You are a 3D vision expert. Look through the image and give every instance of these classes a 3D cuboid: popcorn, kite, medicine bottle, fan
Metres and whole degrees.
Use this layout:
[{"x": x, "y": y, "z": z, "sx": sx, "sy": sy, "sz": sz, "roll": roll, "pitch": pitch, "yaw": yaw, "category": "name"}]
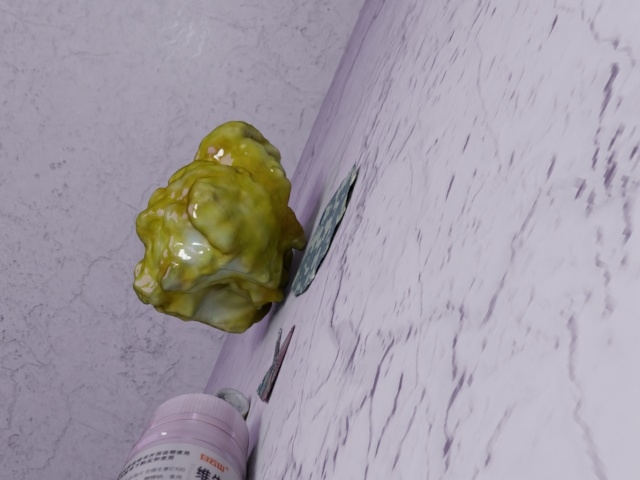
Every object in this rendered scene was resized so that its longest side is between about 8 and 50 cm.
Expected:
[{"x": -0.172, "y": -0.008, "z": 0.895, "sx": 0.334, "sy": 0.294, "sz": 0.292, "roll": -63, "pitch": 39, "yaw": 41, "category": "popcorn"}, {"x": -0.060, "y": 0.158, "z": 0.702, "sx": 0.152, "sy": 0.005, "sz": 0.137, "roll": -81, "pitch": 18, "yaw": -59, "category": "kite"}, {"x": -0.142, "y": 0.270, "z": 0.503, "sx": 0.249, "sy": 0.133, "sz": 0.133, "roll": -98, "pitch": 31, "yaw": -74, "category": "medicine bottle"}, {"x": 0.000, "y": 0.000, "z": 0.711, "sx": 0.131, "sy": 0.009, "sz": 0.240, "roll": -79, "pitch": 14, "yaw": -51, "category": "fan"}, {"x": -0.177, "y": 0.335, "z": 0.814, "sx": 0.059, "sy": 0.059, "sz": 0.231, "roll": -88, "pitch": 22, "yaw": -67, "category": "medicine bottle"}]
